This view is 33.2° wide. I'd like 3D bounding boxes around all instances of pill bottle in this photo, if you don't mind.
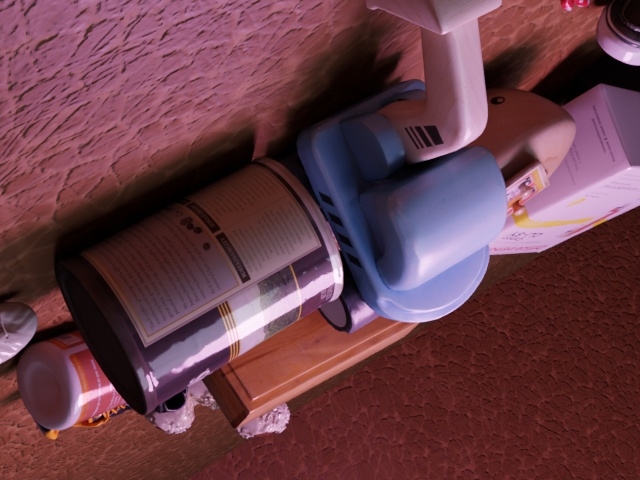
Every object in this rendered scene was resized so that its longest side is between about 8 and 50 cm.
[{"bbox_3d":[-0.297,0.173,1.479,0.216,0.121,0.121,-17,157,-51],"label":"pill bottle"}]

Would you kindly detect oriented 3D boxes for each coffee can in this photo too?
[{"bbox_3d":[-0.141,0.049,1.266,0.275,0.201,0.201,-30,165,-22],"label":"coffee can"}]

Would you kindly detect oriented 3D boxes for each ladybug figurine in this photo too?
[{"bbox_3d":[0.208,-0.086,1.721,0.305,0.162,0.449,-16,156,-51],"label":"ladybug figurine"}]

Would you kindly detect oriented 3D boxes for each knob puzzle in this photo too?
[{"bbox_3d":[0.262,-0.038,1.612,0.213,0.030,0.213,-32,165,-10],"label":"knob puzzle"}]

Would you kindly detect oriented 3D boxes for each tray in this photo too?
[{"bbox_3d":[-0.032,0.139,1.819,0.411,0.203,0.076,-23,162,-41],"label":"tray"}]

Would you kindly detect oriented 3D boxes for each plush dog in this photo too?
[{"bbox_3d":[-0.166,0.221,1.898,0.262,0.211,0.225,-1,-171,14],"label":"plush dog"}]

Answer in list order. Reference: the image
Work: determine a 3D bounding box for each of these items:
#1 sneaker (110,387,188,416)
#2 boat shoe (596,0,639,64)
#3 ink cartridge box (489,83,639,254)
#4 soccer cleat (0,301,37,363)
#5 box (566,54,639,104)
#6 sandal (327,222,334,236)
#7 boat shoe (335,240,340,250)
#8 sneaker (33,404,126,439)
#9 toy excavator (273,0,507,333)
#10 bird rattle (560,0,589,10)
[{"bbox_3d":[-0.283,0.241,1.733,0.107,0.124,0.283,-23,162,-41],"label":"sneaker"},{"bbox_3d":[0.541,-0.384,1.662,0.335,0.121,0.119,-39,163,-37],"label":"boat shoe"},{"bbox_3d":[0.444,-0.113,1.946,0.279,0.160,0.384,-1,159,-46],"label":"ink cartridge box"},{"bbox_3d":[-0.392,0.108,1.163,0.196,0.068,0.076,-20,157,-38],"label":"soccer cleat"},{"bbox_3d":[0.576,-0.279,2.070,0.184,0.103,0.261,-34,166,-6],"label":"box"},{"bbox_3d":[0.002,-0.056,1.483,0.265,0.102,0.076,-39,-163,-19],"label":"sandal"},{"bbox_3d":[0.000,0.000,1.723,0.060,0.064,0.178,-37,169,0],"label":"boat shoe"},{"bbox_3d":[-0.325,0.232,1.590,0.215,0.083,0.084,-17,146,-14],"label":"sneaker"},{"bbox_3d":[0.114,-0.103,1.246,0.222,0.433,0.445,-29,-167,-23],"label":"toy excavator"},{"bbox_3d":[0.307,-0.355,1.155,0.207,0.143,0.253,-54,166,8],"label":"bird rattle"}]
